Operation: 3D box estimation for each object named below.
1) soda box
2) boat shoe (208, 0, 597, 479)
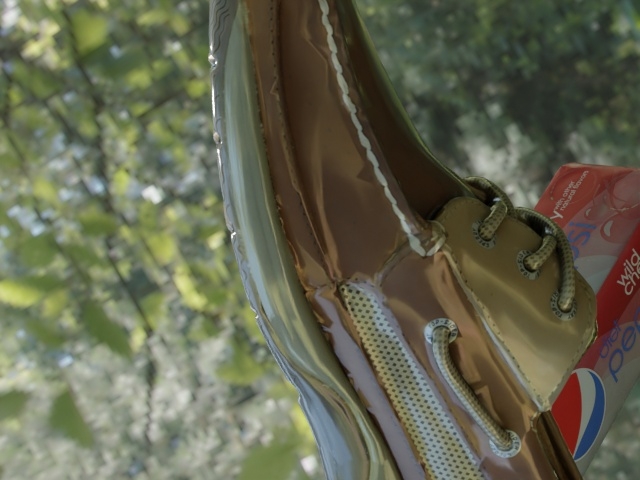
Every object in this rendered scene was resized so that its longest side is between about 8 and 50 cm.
[{"bbox_3d":[0.147,0.072,1.123,0.263,0.092,0.083,-56,-49,-25],"label":"soda box"},{"bbox_3d":[0.043,0.024,0.652,0.123,0.116,0.324,-88,-18,-63],"label":"boat shoe"}]
